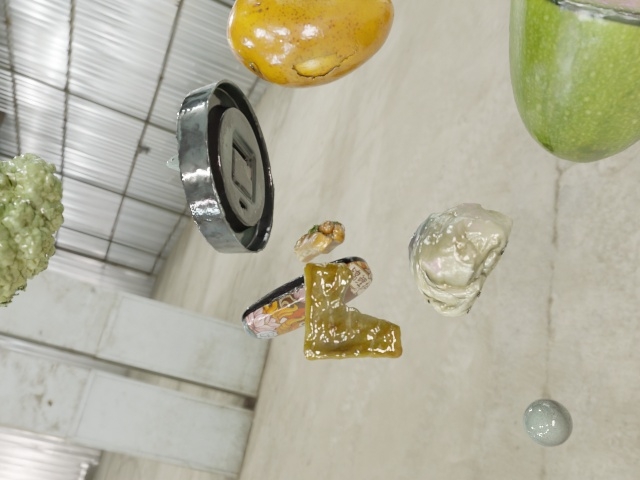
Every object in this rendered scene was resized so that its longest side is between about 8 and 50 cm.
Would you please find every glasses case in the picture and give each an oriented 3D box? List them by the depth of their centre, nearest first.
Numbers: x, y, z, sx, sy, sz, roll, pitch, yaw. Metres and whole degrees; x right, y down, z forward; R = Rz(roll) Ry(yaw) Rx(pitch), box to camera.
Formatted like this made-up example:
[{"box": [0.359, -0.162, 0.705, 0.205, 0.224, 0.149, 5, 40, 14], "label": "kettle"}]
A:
[{"box": [-0.030, 0.134, 1.405, 0.321, 0.122, 0.082, -28, 54, 5], "label": "glasses case"}]

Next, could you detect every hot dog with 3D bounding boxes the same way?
[{"box": [0.000, 0.000, 1.506, 0.072, 0.109, 0.269, 61, 163, 4], "label": "hot dog"}]

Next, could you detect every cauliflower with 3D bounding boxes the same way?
[{"box": [-0.568, -0.022, 0.993, 0.327, 0.260, 0.281, -30, 22, -15], "label": "cauliflower"}]

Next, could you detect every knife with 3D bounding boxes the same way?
[{"box": [-0.301, -0.173, 1.398, 0.162, 0.023, 0.044, 19, 67, 47], "label": "knife"}]

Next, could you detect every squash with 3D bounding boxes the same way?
[{"box": [0.415, -0.259, 0.967, 0.310, 0.310, 0.309, -92, 7, -50], "label": "squash"}]

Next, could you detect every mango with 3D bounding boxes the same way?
[{"box": [-0.008, -0.351, 1.016, 0.160, 0.290, 0.191, 91, 162, -61], "label": "mango"}]

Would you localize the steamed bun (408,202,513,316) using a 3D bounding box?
[{"box": [0.321, 0.029, 1.491, 0.268, 0.207, 0.280, -65, -14, 21], "label": "steamed bun"}]

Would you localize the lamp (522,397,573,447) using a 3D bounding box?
[{"box": [0.489, 0.392, 1.320, 0.105, 0.105, 0.105, -162, 90, -73], "label": "lamp"}]

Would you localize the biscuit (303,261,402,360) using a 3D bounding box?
[{"box": [0.051, 0.123, 1.089, 0.039, 0.174, 0.184, 71, -166, -73], "label": "biscuit"}]

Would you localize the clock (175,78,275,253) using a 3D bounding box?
[{"box": [-0.160, -0.127, 1.093, 0.312, 0.061, 0.313, -8, -90, -76], "label": "clock"}]
